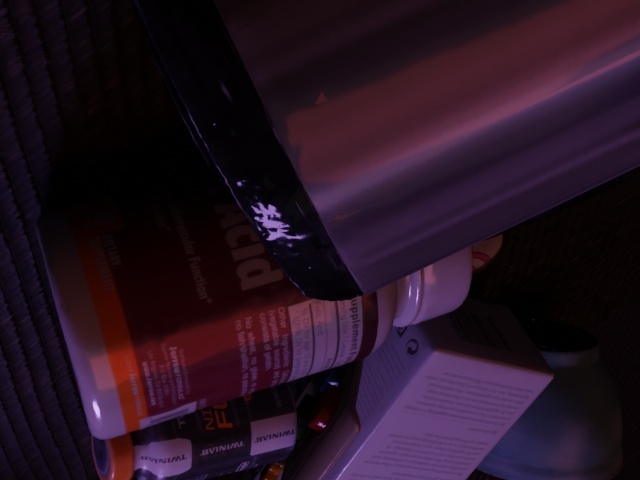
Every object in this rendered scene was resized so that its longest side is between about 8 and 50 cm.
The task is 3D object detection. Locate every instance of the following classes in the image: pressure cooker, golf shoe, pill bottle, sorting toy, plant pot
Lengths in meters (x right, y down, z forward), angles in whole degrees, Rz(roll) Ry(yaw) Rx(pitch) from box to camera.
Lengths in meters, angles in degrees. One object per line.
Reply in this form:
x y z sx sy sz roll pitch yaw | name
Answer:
0.105 -0.189 0.583 0.420 0.370 0.375 -26 -179 4 | pressure cooker
0.171 0.007 1.108 0.186 0.067 0.086 -16 136 -22 | golf shoe
-0.163 0.243 1.056 0.245 0.130 0.130 -6 132 -32 | pill bottle
-0.027 0.275 1.138 0.041 0.229 0.307 27 116 -9 | sorting toy
-0.062 0.034 0.829 0.392 0.224 0.224 -15 137 -18 | pill bottle
0.352 0.241 1.338 0.293 0.293 0.196 -4 104 -33 | plant pot

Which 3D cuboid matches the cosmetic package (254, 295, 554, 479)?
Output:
0.109 0.288 1.243 0.230 0.161 0.453 17 119 -30 | cosmetic package
